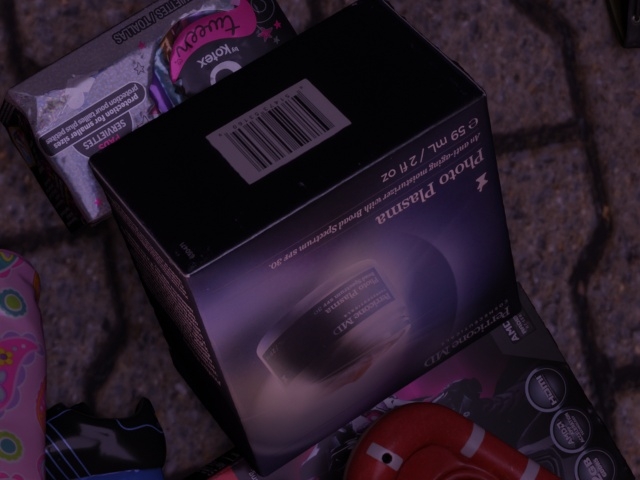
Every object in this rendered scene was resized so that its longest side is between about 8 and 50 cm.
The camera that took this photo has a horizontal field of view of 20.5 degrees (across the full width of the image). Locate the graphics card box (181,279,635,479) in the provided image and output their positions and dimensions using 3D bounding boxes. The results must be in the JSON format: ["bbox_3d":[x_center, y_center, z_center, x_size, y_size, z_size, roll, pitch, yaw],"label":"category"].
[{"bbox_3d":[0.084,0.227,1.663,0.371,0.094,0.233,-31,93,-15],"label":"graphics card box"}]

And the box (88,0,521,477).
[{"bbox_3d":[0.000,0.000,1.539,0.296,0.294,0.183,-32,51,-13],"label":"box"}]

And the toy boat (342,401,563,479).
[{"bbox_3d":[0.133,0.239,1.548,0.231,0.151,0.151,33,79,-9],"label":"toy boat"}]

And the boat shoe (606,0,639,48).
[{"bbox_3d":[0.299,-0.299,1.763,0.073,0.080,0.223,-20,95,-19],"label":"boat shoe"}]

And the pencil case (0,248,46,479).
[{"bbox_3d":[-0.296,0.145,1.509,0.124,0.124,0.284,5,55,-13],"label":"pencil case"}]

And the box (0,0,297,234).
[{"bbox_3d":[-0.147,-0.128,1.597,0.247,0.163,0.142,-34,94,-14],"label":"box"}]

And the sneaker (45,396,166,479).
[{"bbox_3d":[-0.255,0.195,1.596,0.232,0.081,0.090,-4,77,-17],"label":"sneaker"}]
